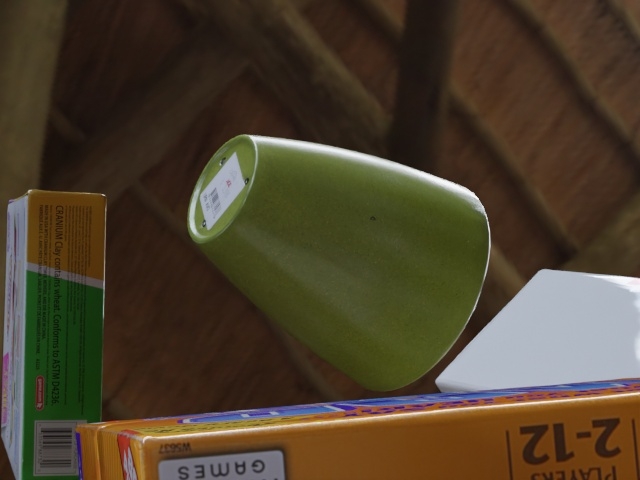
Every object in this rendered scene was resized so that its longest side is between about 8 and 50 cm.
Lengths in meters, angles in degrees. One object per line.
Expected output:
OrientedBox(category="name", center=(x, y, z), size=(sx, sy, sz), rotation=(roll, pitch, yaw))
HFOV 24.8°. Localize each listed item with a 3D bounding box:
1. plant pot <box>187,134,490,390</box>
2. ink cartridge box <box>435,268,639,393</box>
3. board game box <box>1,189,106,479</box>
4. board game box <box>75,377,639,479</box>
OrientedBox(category="plant pot", center=(0.000, 0.000, 1.718), size=(0.293, 0.274, 0.275), rotation=(26, -134, -30))
OrientedBox(category="ink cartridge box", center=(0.316, 0.225, 1.242), size=(0.160, 0.279, 0.385), rotation=(-43, -68, -23))
OrientedBox(category="board game box", center=(-0.243, 0.079, 1.299), size=(0.064, 0.316, 0.242), rotation=(2, -89, -15))
OrientedBox(category="board game box", center=(0.068, 0.263, 0.790), size=(0.356, 0.356, 0.357), rotation=(-3, -96, -14))
